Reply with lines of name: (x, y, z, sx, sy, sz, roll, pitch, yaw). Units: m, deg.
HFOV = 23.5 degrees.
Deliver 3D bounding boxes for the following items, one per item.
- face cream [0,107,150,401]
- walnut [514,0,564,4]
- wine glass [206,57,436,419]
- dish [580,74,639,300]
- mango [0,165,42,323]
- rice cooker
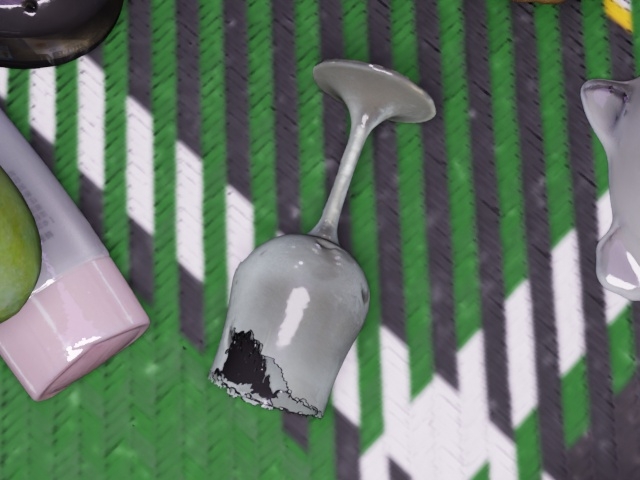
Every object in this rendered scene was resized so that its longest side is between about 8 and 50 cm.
face cream: (-0.183, -0.009, 0.885, 0.084, 0.057, 0.198, -34, 80, -5)
walnut: (0.116, -0.291, 0.852, 0.285, 0.285, 0.296, 0, 70, 0)
wine glass: (0.000, 0.000, 0.871, 0.079, 0.079, 0.195, 18, 75, 4)
dish: (0.263, -0.055, 0.880, 0.228, 0.086, 0.236, 36, 78, 8)
mango: (-0.268, -0.001, 0.825, 0.251, 0.114, 0.156, -6, 90, 26)
rice cooker: (-0.196, -0.163, 0.900, 0.165, 0.106, 0.112, 8, 79, -9)
